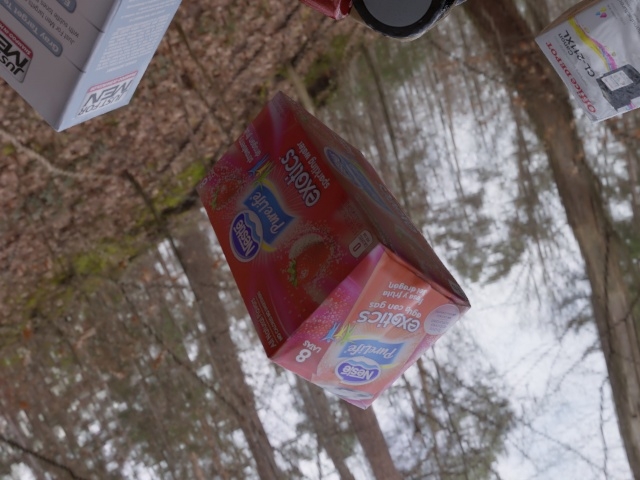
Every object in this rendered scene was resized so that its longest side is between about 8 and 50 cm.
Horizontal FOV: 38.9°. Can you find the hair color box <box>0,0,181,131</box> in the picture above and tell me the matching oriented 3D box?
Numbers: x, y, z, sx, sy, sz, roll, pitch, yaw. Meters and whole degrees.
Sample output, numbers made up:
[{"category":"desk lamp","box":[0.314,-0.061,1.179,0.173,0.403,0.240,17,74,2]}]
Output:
[{"category":"hair color box","box":[-0.199,-0.300,0.805,0.374,0.185,0.113,-51,173,35]}]

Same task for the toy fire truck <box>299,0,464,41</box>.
[{"category":"toy fire truck","box":[-0.005,-0.251,0.504,0.246,0.217,0.158,28,-146,11]}]

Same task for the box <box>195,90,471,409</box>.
[{"category":"box","box":[0.000,0.000,0.781,0.128,0.122,0.257,-47,-142,14]}]

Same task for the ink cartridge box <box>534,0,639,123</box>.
[{"category":"ink cartridge box","box":[0.335,-0.212,0.981,0.072,0.127,0.175,-40,-172,-21]}]
